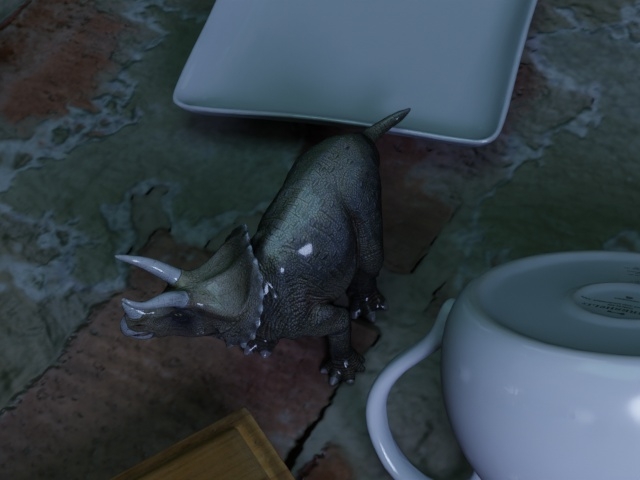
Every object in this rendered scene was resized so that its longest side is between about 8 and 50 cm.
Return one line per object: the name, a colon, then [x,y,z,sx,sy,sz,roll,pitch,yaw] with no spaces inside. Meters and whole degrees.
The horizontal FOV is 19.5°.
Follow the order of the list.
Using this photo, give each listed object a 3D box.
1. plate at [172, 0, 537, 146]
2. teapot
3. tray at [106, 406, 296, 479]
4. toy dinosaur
plate: [0.045,-0.186,1.588,0.278,0.045,0.277,8,52,15]
teapot: [0.190,0.125,1.228,0.253,0.187,0.256,-6,20,-20]
tray: [-0.177,0.288,1.214,0.411,0.076,0.203,-27,52,-14]
toy dinosaur: [0.000,0.000,1.366,0.121,0.160,0.313,30,62,29]
